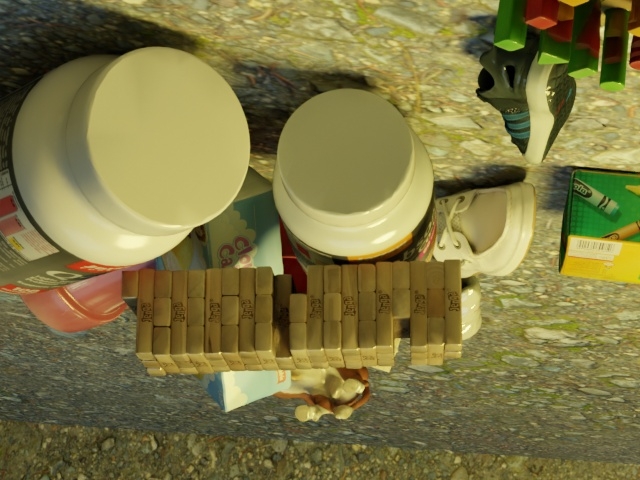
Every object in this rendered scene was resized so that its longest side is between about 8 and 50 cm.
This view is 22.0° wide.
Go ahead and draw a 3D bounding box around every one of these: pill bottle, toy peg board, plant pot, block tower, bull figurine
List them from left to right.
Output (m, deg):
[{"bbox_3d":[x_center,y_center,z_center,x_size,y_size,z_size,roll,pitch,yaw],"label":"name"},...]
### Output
[{"bbox_3d":[-0.236,-0.068,1.641,0.210,0.210,0.363,17,163,-30],"label":"pill bottle"},{"bbox_3d":[-0.246,-0.009,1.941,0.180,0.201,0.201,-18,155,25],"label":"plant pot"},{"bbox_3d":[-0.074,0.163,2.267,0.310,0.101,0.188,17,-170,-3],"label":"bull figurine"},{"bbox_3d":[-0.027,0.079,1.653,0.335,0.097,0.091,-1,163,4],"label":"block tower"},{"bbox_3d":[0.036,-0.044,1.685,0.162,0.162,0.278,6,165,7],"label":"pill bottle"},{"bbox_3d":[0.222,-0.179,1.248,0.161,0.079,0.161,16,163,-30],"label":"toy peg board"}]

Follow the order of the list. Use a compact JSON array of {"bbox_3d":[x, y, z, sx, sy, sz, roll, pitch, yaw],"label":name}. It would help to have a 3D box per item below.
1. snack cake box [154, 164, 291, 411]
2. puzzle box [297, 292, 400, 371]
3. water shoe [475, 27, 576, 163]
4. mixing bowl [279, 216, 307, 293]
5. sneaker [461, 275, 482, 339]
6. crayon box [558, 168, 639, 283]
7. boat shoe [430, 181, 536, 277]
[{"bbox_3d":[-0.112,0.035,1.802,0.089,0.264,0.152,-20,-145,-24],"label":"snack cake box"},{"bbox_3d":[-0.049,0.087,2.146,0.272,0.052,0.409,18,180,-4],"label":"puzzle box"},{"bbox_3d":[0.183,-0.137,1.484,0.080,0.073,0.203,27,165,14],"label":"water shoe"},{"bbox_3d":[0.000,0.000,1.987,0.181,0.098,0.181,7,164,2],"label":"mixing bowl"},{"bbox_3d":[0.109,0.041,2.153,0.232,0.090,0.115,17,136,8],"label":"sneaker"},{"bbox_3d":[0.405,-0.004,1.798,0.278,0.081,0.165,6,165,6],"label":"crayon box"},{"bbox_3d":[0.161,-0.009,1.871,0.096,0.098,0.277,11,166,-14],"label":"boat shoe"}]
